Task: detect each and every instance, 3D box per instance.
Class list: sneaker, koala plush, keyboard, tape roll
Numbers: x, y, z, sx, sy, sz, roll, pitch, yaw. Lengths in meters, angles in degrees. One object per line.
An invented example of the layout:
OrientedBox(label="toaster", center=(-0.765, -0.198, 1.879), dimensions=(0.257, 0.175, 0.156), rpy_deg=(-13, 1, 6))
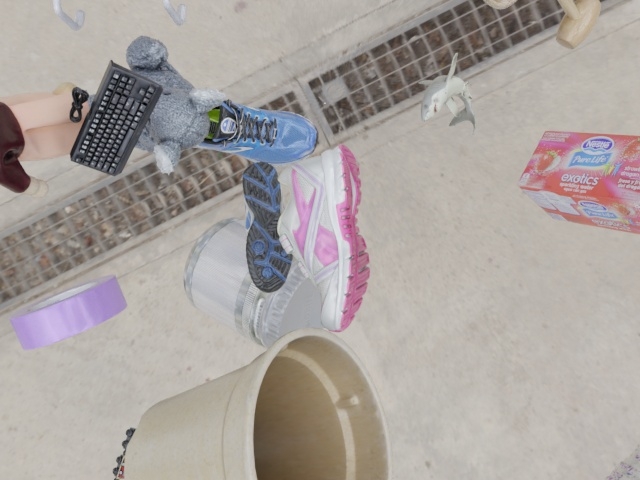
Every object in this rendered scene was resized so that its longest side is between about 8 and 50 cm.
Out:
OrientedBox(label="sneaker", center=(-0.083, -0.018, 1.186), dimensions=(0.080, 0.081, 0.211), rpy_deg=(-3, 80, -1))
OrientedBox(label="sneaker", center=(0.000, 0.000, 0.998), dimensions=(0.111, 0.103, 0.252), rpy_deg=(-5, 86, 18))
OrientedBox(label="sneaker", center=(-0.169, -0.231, 1.561), dimensions=(0.329, 0.147, 0.130), rpy_deg=(6, 95, 3))
OrientedBox(label="koala plush", center=(-0.261, -0.219, 1.267), dimensions=(0.203, 0.221, 0.196), rpy_deg=(39, 84, -38))
OrientedBox(label="keyboard", center=(-0.305, -0.170, 1.025), dimensions=(0.108, 0.023, 0.180), rpy_deg=(24, 128, -20))
OrientedBox(label="tape roll", center=(-0.638, 0.179, 1.849), dimensions=(0.274, 0.275, 0.090), rpy_deg=(-20, 98, 4))

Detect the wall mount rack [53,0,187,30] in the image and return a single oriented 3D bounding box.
OrientedBox(label="wall mount rack", center=(-0.348, -0.531, 1.285), dimensions=(0.350, 0.130, 0.304), rpy_deg=(0, 82, 9))

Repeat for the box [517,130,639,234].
OrientedBox(label="box", center=(0.484, -0.098, 1.227), dimensions=(0.128, 0.257, 0.123), rpy_deg=(33, 82, -32))

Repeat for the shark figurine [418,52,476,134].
OrientedBox(label="shark figurine", center=(0.294, -0.352, 1.733), dimensions=(0.116, 0.278, 0.166), rpy_deg=(15, 98, 32))

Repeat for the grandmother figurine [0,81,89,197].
OrientedBox(label="grandmother figurine", center=(-0.439, -0.156, 1.005), dimensions=(0.104, 0.342, 0.208), rpy_deg=(-33, 97, 21))

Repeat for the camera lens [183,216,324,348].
OrientedBox(label="camera lens", center=(-0.129, 0.090, 1.510), dimensions=(0.274, 0.219, 0.219), rpy_deg=(26, 102, 29))

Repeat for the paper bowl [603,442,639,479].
OrientedBox(label="paper bowl", center=(0.344, 0.306, 0.592), dimensions=(0.284, 0.284, 0.148), rpy_deg=(44, 89, -7))

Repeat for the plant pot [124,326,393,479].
OrientedBox(label="plant pot", center=(-0.109, 0.321, 1.074), dimensions=(0.305, 0.334, 0.334), rpy_deg=(-17, 101, 32))

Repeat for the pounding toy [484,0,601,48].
OrientedBox(label="pounding toy", center=(0.248, -0.366, 0.836), dimensions=(0.269, 0.155, 0.154), rpy_deg=(39, 86, -12))

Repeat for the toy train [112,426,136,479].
OrientedBox(label="toy train", center=(-0.384, 0.446, 1.419), dimensions=(0.036, 0.027, 0.158), rpy_deg=(12, 76, 20))
